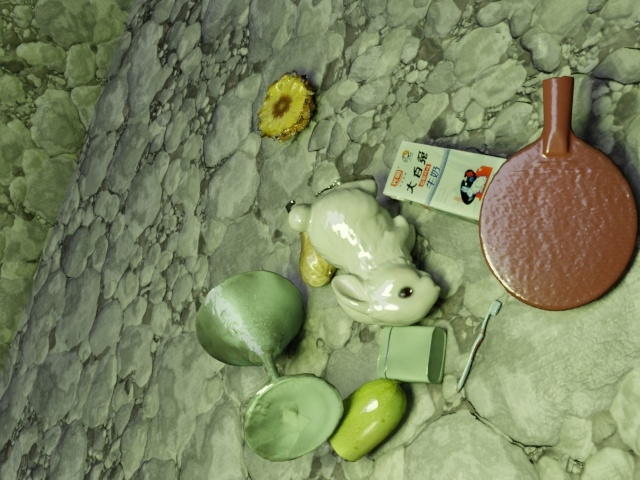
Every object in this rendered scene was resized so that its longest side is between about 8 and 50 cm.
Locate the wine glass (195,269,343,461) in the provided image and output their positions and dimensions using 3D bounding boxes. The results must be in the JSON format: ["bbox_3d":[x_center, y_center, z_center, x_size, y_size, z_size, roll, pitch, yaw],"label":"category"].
[{"bbox_3d":[-0.111,0.262,1.602,0.267,0.267,0.406,-60,26,12],"label":"wine glass"}]

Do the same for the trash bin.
[{"bbox_3d":[0.186,0.231,1.515,0.130,0.059,0.116,-6,70,45],"label":"trash bin"}]

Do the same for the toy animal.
[{"bbox_3d":[0.096,0.038,1.579,0.257,0.194,0.357,-16,52,-9],"label":"toy animal"}]

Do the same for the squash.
[{"bbox_3d":[0.104,0.353,1.518,0.187,0.123,0.123,-46,47,22],"label":"squash"}]

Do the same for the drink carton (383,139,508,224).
[{"bbox_3d":[0.279,-0.112,1.514,0.315,0.106,0.131,20,89,51],"label":"drink carton"}]

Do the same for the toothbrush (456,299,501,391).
[{"bbox_3d":[0.302,0.204,1.433,0.019,0.013,0.193,27,95,40],"label":"toothbrush"}]

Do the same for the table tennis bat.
[{"bbox_3d":[0.414,-0.083,1.308,0.268,0.051,0.415,0,84,22],"label":"table tennis bat"}]

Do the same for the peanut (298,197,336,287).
[{"bbox_3d":[0.000,0.000,1.781,0.103,0.098,0.229,1,73,5],"label":"peanut"}]

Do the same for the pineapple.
[{"bbox_3d":[-0.085,-0.357,2.024,0.225,0.076,0.225,-20,60,39],"label":"pineapple"}]
